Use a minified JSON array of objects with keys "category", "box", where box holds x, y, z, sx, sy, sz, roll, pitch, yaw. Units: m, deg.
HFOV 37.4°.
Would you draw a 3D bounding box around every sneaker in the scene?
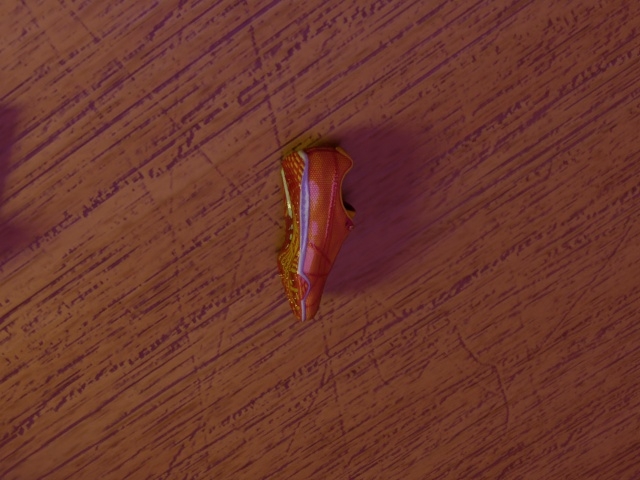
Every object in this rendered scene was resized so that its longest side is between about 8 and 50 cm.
[{"category":"sneaker","box":[0.000,0.000,0.834,0.067,0.064,0.175,-8,127,-22]}]
